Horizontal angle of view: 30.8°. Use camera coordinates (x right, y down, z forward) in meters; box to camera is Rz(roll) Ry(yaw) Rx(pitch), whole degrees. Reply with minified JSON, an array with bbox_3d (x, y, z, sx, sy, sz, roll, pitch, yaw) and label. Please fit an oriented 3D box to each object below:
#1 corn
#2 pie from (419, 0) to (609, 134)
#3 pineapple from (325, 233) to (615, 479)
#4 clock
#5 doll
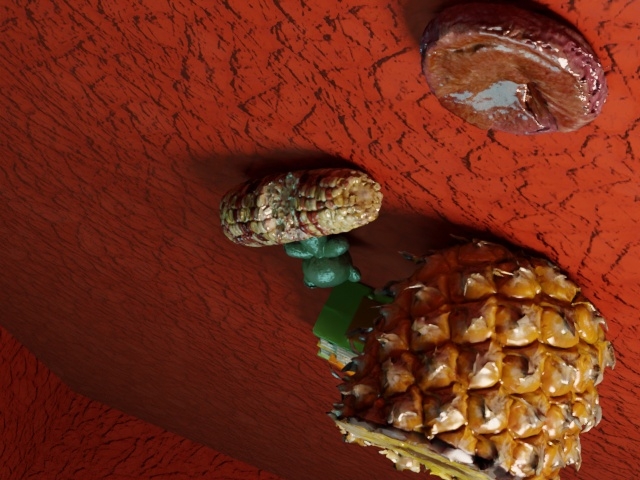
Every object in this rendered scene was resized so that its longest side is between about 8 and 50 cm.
[{"bbox_3d":[-0.031,-0.044,1.536,0.098,0.098,0.290,38,155,-29],"label":"corn"},{"bbox_3d":[0.177,-0.157,1.085,0.182,0.049,0.182,18,157,8],"label":"pie"},{"bbox_3d":[0.194,0.170,1.499,0.352,0.300,0.352,22,158,9],"label":"pineapple"},{"bbox_3d":[0.106,0.179,1.925,0.220,0.106,0.255,25,164,7],"label":"clock"},{"bbox_3d":[0.000,0.000,1.668,0.115,0.077,0.150,-3,127,34],"label":"doll"}]
